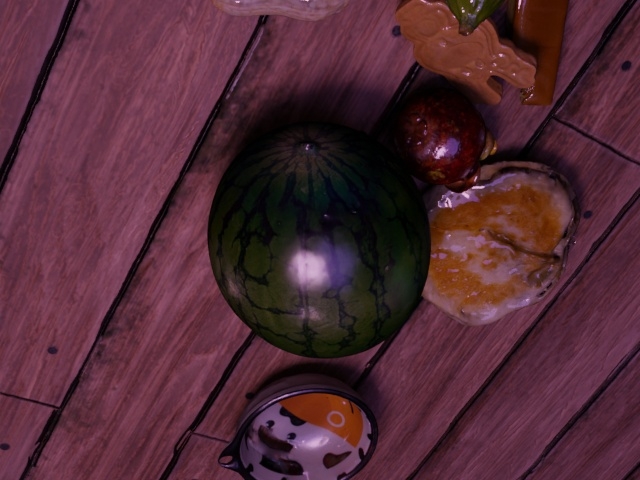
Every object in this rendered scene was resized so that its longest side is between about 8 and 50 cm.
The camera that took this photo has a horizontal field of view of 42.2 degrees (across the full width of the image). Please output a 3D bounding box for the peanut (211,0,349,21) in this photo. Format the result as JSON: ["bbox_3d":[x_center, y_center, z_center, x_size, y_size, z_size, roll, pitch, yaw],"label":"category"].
[{"bbox_3d":[-0.055,-0.348,1.149,0.206,0.087,0.087,-1,122,-10],"label":"peanut"}]

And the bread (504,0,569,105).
[{"bbox_3d":[0.326,-0.316,1.267,0.088,0.049,0.226,-5,123,-8],"label":"bread"}]

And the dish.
[{"bbox_3d":[-0.038,0.351,1.574,0.302,0.120,0.303,-5,123,-8],"label":"dish"}]

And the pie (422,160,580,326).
[{"bbox_3d":[0.304,0.003,1.451,0.338,0.077,0.339,-5,127,-7],"label":"pie"}]

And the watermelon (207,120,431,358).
[{"bbox_3d":[0.000,0.000,1.232,0.363,0.363,0.363,-5,123,-8],"label":"watermelon"}]

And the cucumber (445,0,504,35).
[{"bbox_3d":[0.211,-0.386,1.094,0.134,0.134,0.245,11,86,-18],"label":"cucumber"}]

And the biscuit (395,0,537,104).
[{"bbox_3d":[0.212,-0.284,1.231,0.236,0.040,0.144,29,145,-27],"label":"biscuit"}]

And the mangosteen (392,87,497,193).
[{"bbox_3d":[0.194,-0.159,1.304,0.145,0.181,0.156,21,105,25],"label":"mangosteen"}]
